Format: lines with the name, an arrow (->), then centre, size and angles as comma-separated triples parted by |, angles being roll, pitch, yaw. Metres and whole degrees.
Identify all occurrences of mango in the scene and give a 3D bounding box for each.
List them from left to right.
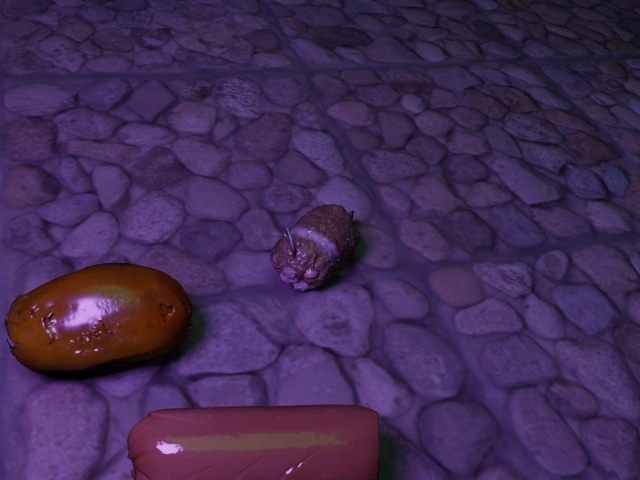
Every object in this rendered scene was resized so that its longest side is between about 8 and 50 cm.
mango -> -0.302, 0.105, 0.971 | 0.248, 0.151, 0.156 | -8, 14, -13

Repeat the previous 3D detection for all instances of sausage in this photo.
sausage -> -0.078, 0.261, 0.855 | 0.304, 0.121, 0.121 | 1, 43, -12

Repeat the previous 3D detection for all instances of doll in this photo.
doll -> 0.007, 0.000, 1.178 | 0.105, 0.115, 0.221 | 23, 36, 27
